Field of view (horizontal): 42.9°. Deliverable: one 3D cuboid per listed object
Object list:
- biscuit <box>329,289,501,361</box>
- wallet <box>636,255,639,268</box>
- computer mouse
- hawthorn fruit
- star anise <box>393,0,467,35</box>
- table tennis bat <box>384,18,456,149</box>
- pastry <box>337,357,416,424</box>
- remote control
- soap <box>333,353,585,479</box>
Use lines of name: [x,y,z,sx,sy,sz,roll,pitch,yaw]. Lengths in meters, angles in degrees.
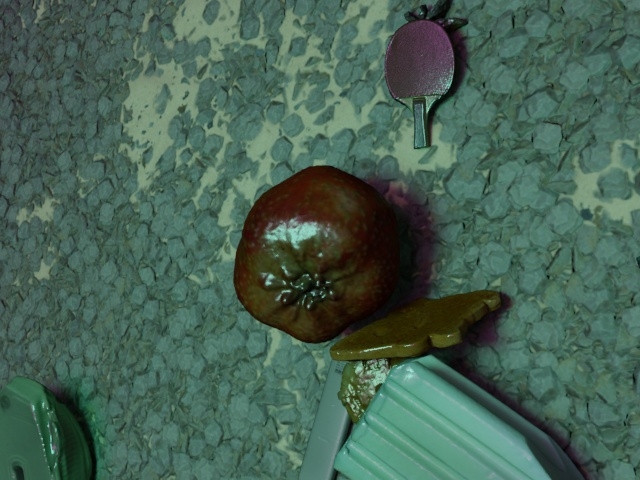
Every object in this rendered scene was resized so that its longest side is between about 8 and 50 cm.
biscuit: [0.149,0.139,1.272,0.280,0.183,0.043,-22,103,0]
wallet: [0.504,0.063,1.134,0.088,0.026,0.129,-27,67,27]
computer mouse: [-0.577,0.490,1.700,0.228,0.145,0.429,-8,88,24]
hawthorn fruit: [0.000,0.000,1.356,0.287,0.330,0.287,3,119,6]
star anise: [0.186,-0.362,1.420,0.141,0.042,0.141,-7,78,33]
table tennis bat: [0.171,-0.268,1.396,0.130,0.019,0.221,0,94,31]
pastry: [0.103,0.239,1.326,0.153,0.081,0.153,-2,85,29]
remote control: [0.024,0.307,1.406,0.067,0.029,0.261,17,92,33]
soap: [0.216,0.333,1.167,0.347,0.115,0.208,34,105,17]
